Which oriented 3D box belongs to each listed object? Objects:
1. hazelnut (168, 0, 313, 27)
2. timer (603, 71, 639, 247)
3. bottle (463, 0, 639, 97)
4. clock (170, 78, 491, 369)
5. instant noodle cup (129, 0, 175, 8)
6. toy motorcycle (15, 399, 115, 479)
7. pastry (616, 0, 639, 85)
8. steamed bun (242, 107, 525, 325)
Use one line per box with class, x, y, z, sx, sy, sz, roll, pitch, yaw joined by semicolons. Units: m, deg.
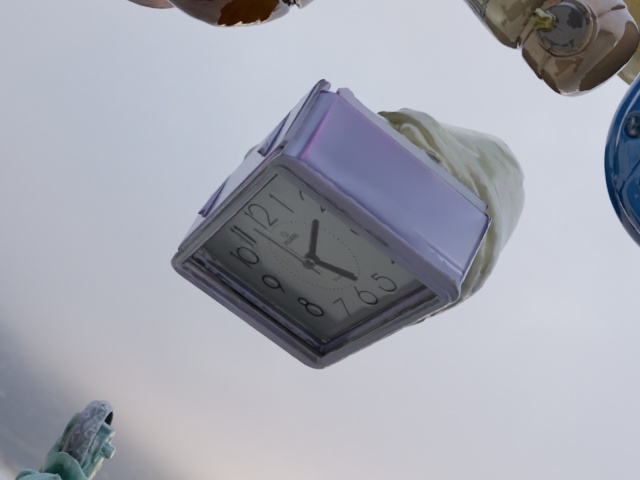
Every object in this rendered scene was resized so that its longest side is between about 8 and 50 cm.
hazelnut;-0.075;-0.301;0.822;0.208;0.208;0.208;31;-23;15
timer;0.395;-0.067;0.657;0.340;0.309;0.115;39;18;22
bottle;0.153;-0.205;0.701;0.209;0.097;0.110;56;24;18
clock;-0.001;-0.001;0.610;0.144;0.073;0.193;37;-35;-11
instant noodle cup;-0.182;-0.382;1.027;0.234;0.235;0.178;36;-14;4
toy motorcycle;-0.273;0.306;0.890;0.109;0.198;0.297;25;-64;2
pastry;0.490;-0.303;1.198;0.264;0.265;0.133;31;12;17
steamed bun;0.052;-0.002;0.978;0.320;0.206;0.275;-24;-31;30
